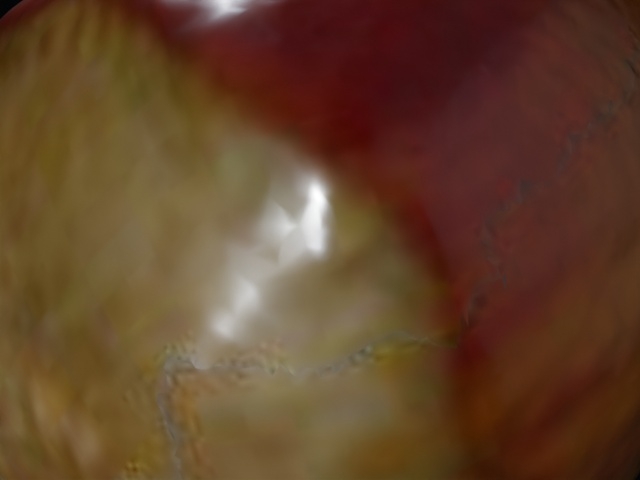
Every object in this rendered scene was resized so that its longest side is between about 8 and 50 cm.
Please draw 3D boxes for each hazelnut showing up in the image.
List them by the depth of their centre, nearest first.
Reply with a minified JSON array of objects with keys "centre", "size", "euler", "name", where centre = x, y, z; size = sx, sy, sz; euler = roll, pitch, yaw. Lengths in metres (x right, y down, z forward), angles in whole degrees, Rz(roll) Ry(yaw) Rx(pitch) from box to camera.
[{"centre":[-0.004,0.006,0.567],"size":[0.366,0.366,0.365],"euler":[47,-152,-35],"name":"hazelnut"}]
